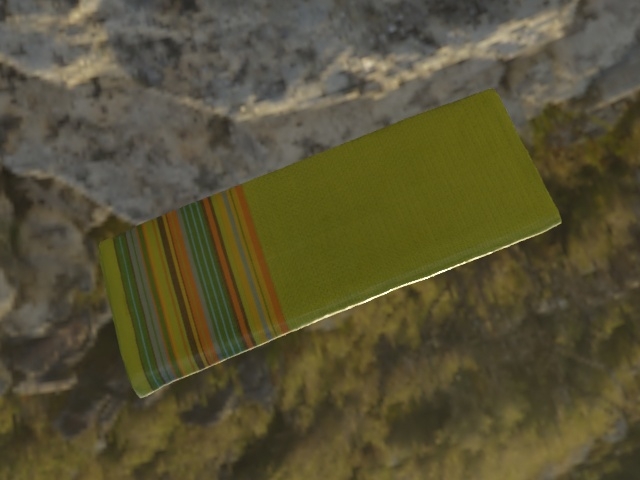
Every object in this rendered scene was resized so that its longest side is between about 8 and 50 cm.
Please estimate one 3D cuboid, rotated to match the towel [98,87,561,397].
[{"bbox_3d":[0.000,0.000,0.717,0.237,0.102,0.021,-22,143,3],"label":"towel"}]
